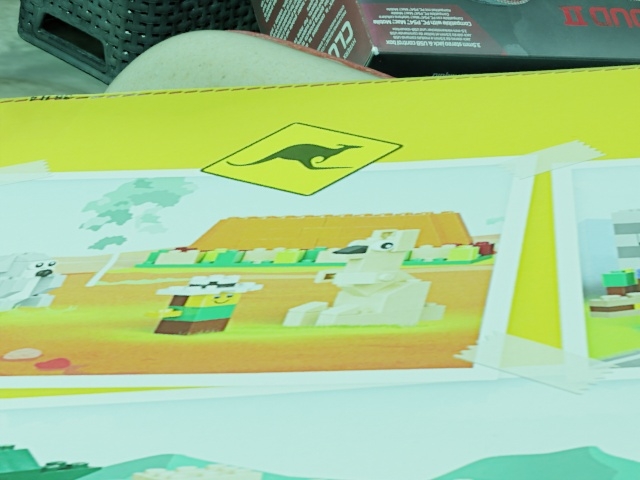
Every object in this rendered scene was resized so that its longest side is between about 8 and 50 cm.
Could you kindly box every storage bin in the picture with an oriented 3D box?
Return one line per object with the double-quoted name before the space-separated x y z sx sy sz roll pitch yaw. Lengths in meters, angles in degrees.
"storage bin" -0.084 -0.164 1.159 0.122 0.084 0.180 29 32 33

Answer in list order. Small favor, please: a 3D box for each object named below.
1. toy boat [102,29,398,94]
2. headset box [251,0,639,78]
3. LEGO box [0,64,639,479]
"toy boat" 0.000 0.000 0.846 0.231 0.151 0.151 22 -2 25
"headset box" 0.076 -0.159 1.071 0.218 0.110 0.293 0 56 -25
"LEGO box" 0.036 0.108 0.419 0.500 0.193 0.372 -2 24 10
